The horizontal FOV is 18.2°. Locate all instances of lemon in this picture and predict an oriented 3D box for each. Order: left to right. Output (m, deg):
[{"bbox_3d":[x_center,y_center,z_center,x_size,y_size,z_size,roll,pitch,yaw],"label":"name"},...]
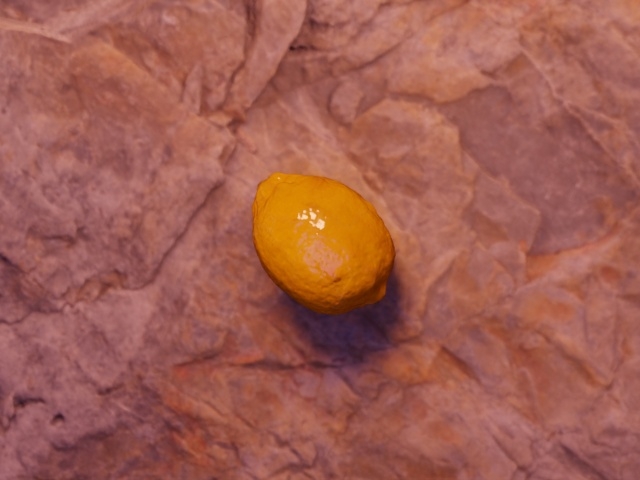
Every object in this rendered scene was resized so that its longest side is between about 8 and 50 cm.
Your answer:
[{"bbox_3d":[0.000,0.000,1.808,0.155,0.114,0.114,44,116,5],"label":"lemon"}]
